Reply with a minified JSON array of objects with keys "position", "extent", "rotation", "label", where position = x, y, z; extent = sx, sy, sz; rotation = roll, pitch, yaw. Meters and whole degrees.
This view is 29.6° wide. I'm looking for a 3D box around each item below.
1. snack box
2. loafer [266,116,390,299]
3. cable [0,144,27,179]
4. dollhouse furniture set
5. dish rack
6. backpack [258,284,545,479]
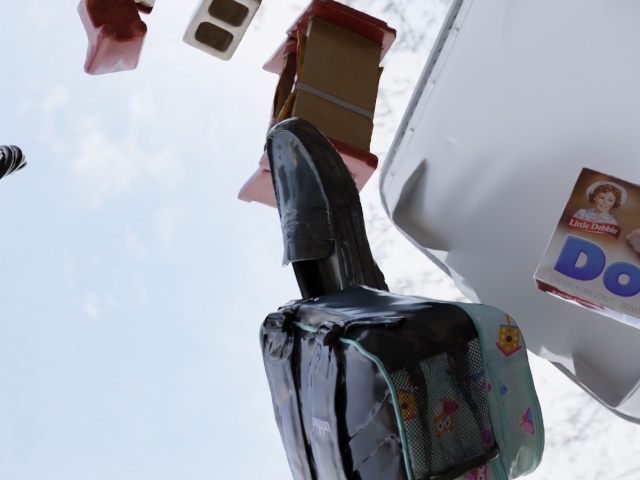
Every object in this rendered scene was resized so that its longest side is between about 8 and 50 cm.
[{"position":[0.196,0.025,0.573],"extent":[0.064,0.178,0.022],"rotation":[-64,-21,-12],"label":"snack box"},{"position":[0.000,0.000,1.076],"extent":[0.078,0.076,0.223],"rotation":[-22,-87,-44],"label":"loafer"},{"position":[-0.362,-0.063,1.193],"extent":[0.184,0.150,0.047],"rotation":[-109,-3,-82],"label":"cable"},{"position":[-0.114,-0.186,1.325],"extent":[0.374,0.152,0.201],"rotation":[21,-123,-15],"label":"dollhouse furniture set"},{"position":[0.166,-0.043,0.715],"extent":[0.285,0.333,0.072],"rotation":[40,-129,16],"label":"dish rack"},{"position":[0.054,0.127,0.774],"extent":[0.144,0.166,0.189],"rotation":[-13,-81,-31],"label":"backpack"}]
